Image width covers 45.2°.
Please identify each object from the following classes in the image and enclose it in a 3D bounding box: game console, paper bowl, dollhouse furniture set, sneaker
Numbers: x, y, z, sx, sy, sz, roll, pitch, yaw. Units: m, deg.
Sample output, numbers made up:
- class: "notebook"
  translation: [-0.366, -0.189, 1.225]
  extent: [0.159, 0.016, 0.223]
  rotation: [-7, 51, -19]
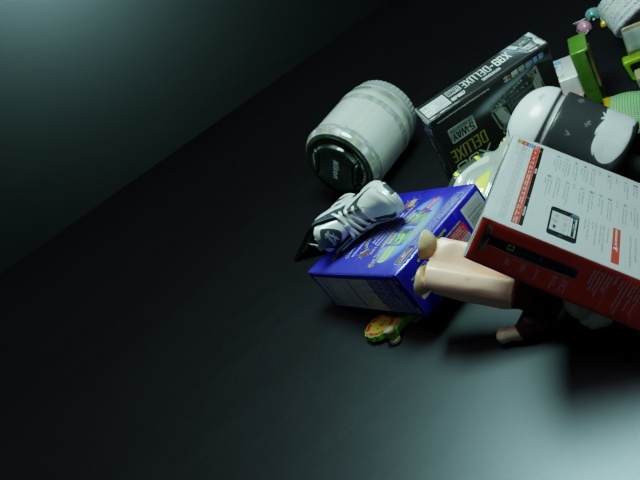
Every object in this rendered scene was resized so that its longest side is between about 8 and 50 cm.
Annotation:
- class: "game console"
  translation: [0.000, 0.000, 1.937]
  extent: [0.107, 0.071, 0.122]
  rotation: [11, 42, 11]
- class: "paper bowl"
  translation: [0.809, -0.644, 1.888]
  extent: [0.284, 0.148, 0.284]
  rotation: [-33, -10, -7]
- class: "dollhouse furniture set"
  translation: [0.675, -0.361, 1.695]
  extent: [0.197, 0.151, 0.301]
  rotation: [-18, 30, 24]
- class: "sneaker"
  translation: [0.446, -0.155, 1.647]
  extent: [0.385, 0.145, 0.147]
  rotation: [-40, 54, -16]
- class: "sneaker"
  translation: [0.061, -0.034, 1.554]
  extent: [0.153, 0.094, 0.235]
  rotation: [-47, 20, -22]

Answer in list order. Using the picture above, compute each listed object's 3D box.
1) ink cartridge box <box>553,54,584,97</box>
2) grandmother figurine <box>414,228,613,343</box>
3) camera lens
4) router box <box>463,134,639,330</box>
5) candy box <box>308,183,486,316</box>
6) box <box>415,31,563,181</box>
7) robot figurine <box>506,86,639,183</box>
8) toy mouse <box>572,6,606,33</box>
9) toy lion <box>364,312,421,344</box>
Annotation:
- class: "ink cartridge box"
  translation: [0.505, -0.335, 1.919]
  extent: [0.296, 0.066, 0.261]
  rotation: [-19, 29, 23]
- class: "grandmother figurine"
  translation: [0.331, 0.079, 1.290]
  extent: [0.342, 0.207, 0.104]
  rotation: [10, 24, 27]
- class: "camera lens"
  translation: [0.109, -0.270, 2.046]
  extent: [0.219, 0.219, 0.274]
  rotation: [-2, 40, 44]
- class: "router box"
  translation: [0.413, -0.025, 1.236]
  extent: [0.301, 0.082, 0.335]
  rotation: [24, 34, 10]
- class: "candy box"
  translation: [0.166, 0.019, 1.574]
  extent: [0.268, 0.122, 0.317]
  rotation: [-46, 22, -23]
- class: "box"
  translation: [0.392, -0.276, 1.725]
  extent: [0.307, 0.242, 0.076]
  rotation: [-34, 39, 0]
- class: "robot figurine"
  translation: [0.501, -0.186, 1.495]
  extent: [0.173, 0.278, 0.209]
  rotation: [-67, -14, 14]
- class: "toy mouse"
  translation: [0.764, -0.626, 2.172]
  extent: [0.161, 0.031, 0.143]
  rotation: [-39, 28, -14]
- class: "toy lion"
  translation: [0.136, 0.163, 1.514]
  extent: [0.100, 0.034, 0.096]
  rotation: [-42, 22, -20]
